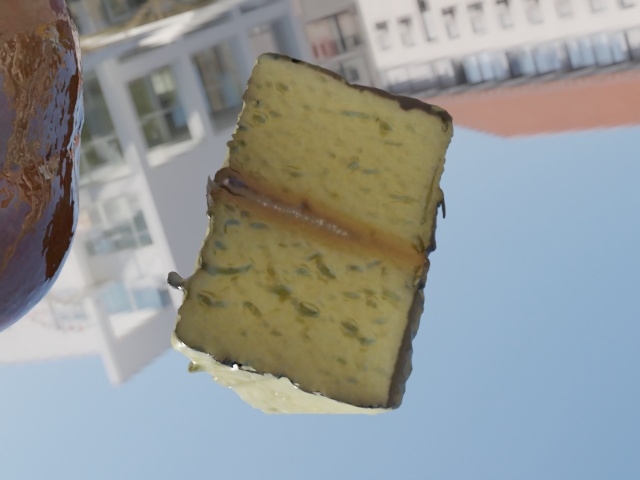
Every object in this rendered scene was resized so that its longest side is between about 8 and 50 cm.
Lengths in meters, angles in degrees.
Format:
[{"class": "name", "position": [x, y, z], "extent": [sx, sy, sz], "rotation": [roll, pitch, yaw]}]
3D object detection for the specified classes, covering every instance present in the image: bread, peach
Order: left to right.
[{"class": "peach", "position": [-0.236, -0.060, 0.705], "extent": [0.252, 0.252, 0.252], "rotation": [-16, -166, 4]}, {"class": "bread", "position": [0.000, 0.000, 1.010], "extent": [0.178, 0.266, 0.142], "rotation": [13, 156, 5]}]
